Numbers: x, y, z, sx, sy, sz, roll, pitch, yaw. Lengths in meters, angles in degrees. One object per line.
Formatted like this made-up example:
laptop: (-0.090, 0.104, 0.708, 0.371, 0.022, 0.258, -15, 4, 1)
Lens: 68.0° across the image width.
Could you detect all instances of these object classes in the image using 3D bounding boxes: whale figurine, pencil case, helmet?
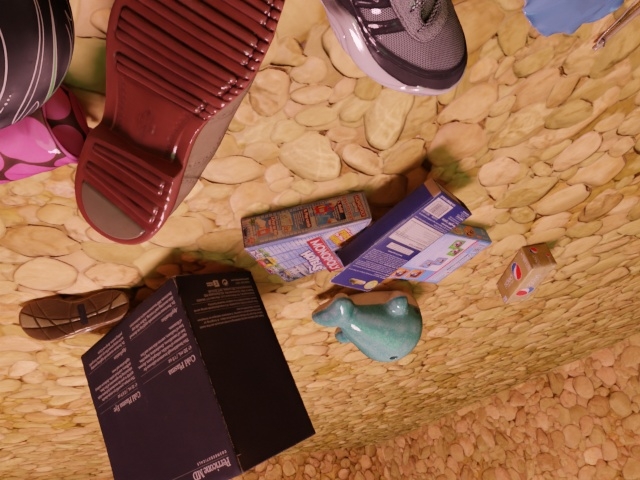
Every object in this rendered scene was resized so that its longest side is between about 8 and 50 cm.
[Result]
whale figurine: (0.112, 0.191, 1.052, 0.272, 0.141, 0.216, 19, 136, -41)
pencil case: (-0.343, -0.090, 0.483, 0.209, 0.095, 0.098, -13, -175, 2)
helmet: (-0.267, -0.156, 0.335, 0.169, 0.169, 0.162, -10, 132, -7)

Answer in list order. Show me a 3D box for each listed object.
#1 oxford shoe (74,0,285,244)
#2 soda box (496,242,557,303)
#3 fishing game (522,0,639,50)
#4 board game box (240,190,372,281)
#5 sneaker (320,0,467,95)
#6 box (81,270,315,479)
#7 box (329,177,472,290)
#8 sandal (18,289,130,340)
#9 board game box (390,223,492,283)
oxford shoe: (-0.129, -0.158, 0.460, 0.123, 0.130, 0.348, 36, 116, -8)
soda box: (0.473, 0.080, 1.100, 0.061, 0.058, 0.181, -10, 149, -6)
fishing game: (0.282, -0.289, 0.462, 0.264, 0.041, 0.189, 0, 147, -36)
board game box: (0.000, 0.000, 0.783, 0.194, 0.060, 0.194, -20, 148, 11)
sneaker: (0.064, -0.203, 0.329, 0.268, 0.153, 0.101, 39, 78, -35)
box: (-0.234, 0.272, 0.847, 0.343, 0.313, 0.179, -35, 159, 31)
box: (0.122, 0.000, 0.763, 0.225, 0.037, 0.136, -41, 148, 21)
sandal: (-0.422, 0.129, 0.825, 0.180, 0.072, 0.049, -12, 170, -12)
board game box: (0.200, 0.021, 0.916, 0.211, 0.039, 0.160, 9, 141, -34)
